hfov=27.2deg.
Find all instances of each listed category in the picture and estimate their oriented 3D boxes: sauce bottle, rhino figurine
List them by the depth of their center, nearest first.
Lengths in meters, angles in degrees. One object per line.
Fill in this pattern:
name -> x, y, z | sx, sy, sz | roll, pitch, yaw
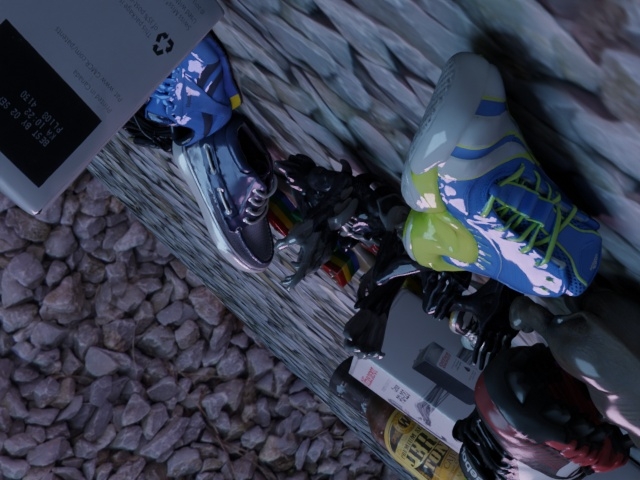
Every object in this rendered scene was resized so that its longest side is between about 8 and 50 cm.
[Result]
rhino figurine -> 0.244, 0.118, 0.930 | 0.243, 0.073, 0.106 | 43, 174, -18
sauce bottle -> 0.155, 0.301, 2.012 | 0.344, 0.111, 0.111 | 35, 169, 29

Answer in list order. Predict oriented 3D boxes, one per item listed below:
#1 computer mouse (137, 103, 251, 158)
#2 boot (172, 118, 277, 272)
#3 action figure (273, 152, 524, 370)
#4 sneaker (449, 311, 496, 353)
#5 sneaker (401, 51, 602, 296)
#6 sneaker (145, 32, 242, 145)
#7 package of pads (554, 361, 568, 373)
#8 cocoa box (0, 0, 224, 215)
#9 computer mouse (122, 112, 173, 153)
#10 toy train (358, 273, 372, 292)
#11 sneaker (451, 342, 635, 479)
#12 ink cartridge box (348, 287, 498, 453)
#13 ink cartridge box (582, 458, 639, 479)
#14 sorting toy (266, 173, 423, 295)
computer mouse -> -0.152, -0.145, 1.476 | 0.242, 0.041, 0.071 | 31, 142, 31
boot -> -0.079, -0.043, 1.398 | 0.086, 0.069, 0.190 | -5, 129, 36
action figure -> 0.037, 0.015, 1.099 | 0.164, 0.141, 0.275 | 40, 171, -35
sneaker -> 0.154, 0.087, 1.304 | 0.037, 0.032, 0.083 | 19, 165, 32
sneaker -> 0.118, -0.031, 0.791 | 0.126, 0.091, 0.240 | 21, 167, 9
sneaker -> -0.130, -0.147, 1.218 | 0.069, 0.082, 0.209 | 41, 170, 19
package of pads -> 0.221, 0.140, 1.249 | 0.050, 0.032, 0.083 | 37, 170, 11
cocoa box -> -0.288, -0.234, 0.986 | 0.228, 0.231, 0.347 | 33, 167, 45
computer mouse -> -0.212, -0.182, 1.438 | 0.106, 0.042, 0.193 | 16, 140, 49
toy train -> 0.108, 0.092, 1.517 | 0.158, 0.027, 0.036 | 43, 158, -6
sneaker -> 0.163, 0.157, 1.055 | 0.098, 0.135, 0.276 | 64, -166, 23
ink cartridge box -> 0.143, 0.158, 1.411 | 0.218, 0.092, 0.158 | 37, 168, 8
ink cartridge box -> 0.302, 0.311, 1.341 | 0.203, 0.148, 0.086 | 39, 172, 24
sorting toy -> 0.000, 0.000, 1.467 | 0.274, 0.046, 0.132 | 31, 166, 47
